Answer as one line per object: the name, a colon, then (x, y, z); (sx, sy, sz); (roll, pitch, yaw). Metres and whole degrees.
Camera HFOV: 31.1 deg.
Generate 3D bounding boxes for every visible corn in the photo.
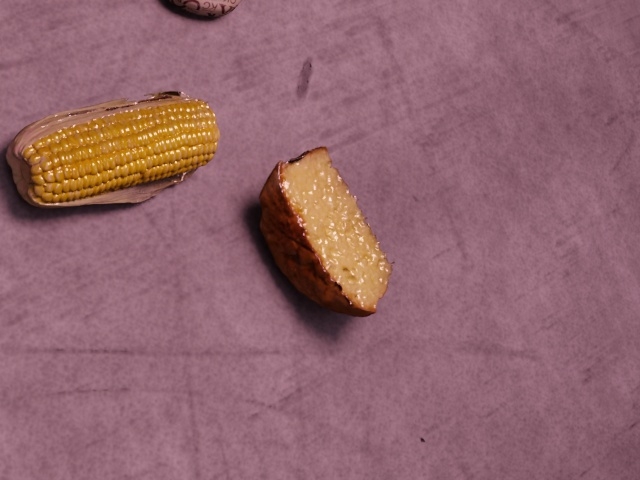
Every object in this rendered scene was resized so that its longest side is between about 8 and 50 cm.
corn: (-0.275, -0.126, 1.572); (0.305, 0.122, 0.123); (-15, 58, -36)

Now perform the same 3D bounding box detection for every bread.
bread: (-0.008, -0.003, 1.685); (0.129, 0.134, 0.260); (-35, 102, -43)

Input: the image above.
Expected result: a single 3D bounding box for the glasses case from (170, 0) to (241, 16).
glasses case: (-0.175, -0.510, 1.738); (0.137, 0.085, 0.355); (8, 73, -28)
